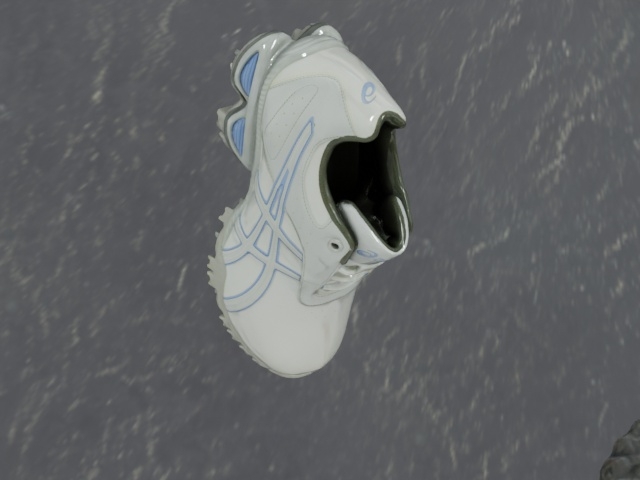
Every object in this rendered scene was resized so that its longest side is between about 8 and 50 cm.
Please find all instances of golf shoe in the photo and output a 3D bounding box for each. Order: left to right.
[{"bbox_3d":[0.000,0.000,0.634,0.086,0.069,0.176,38,142,40],"label":"golf shoe"}]

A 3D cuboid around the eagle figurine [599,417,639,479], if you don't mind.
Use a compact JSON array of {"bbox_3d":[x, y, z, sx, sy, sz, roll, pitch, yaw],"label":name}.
[{"bbox_3d":[0.202,0.143,0.584,0.226,0.225,0.298,39,99,26],"label":"eagle figurine"}]
